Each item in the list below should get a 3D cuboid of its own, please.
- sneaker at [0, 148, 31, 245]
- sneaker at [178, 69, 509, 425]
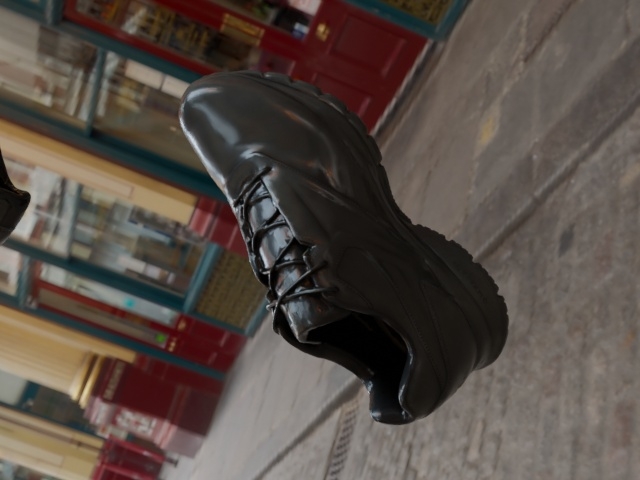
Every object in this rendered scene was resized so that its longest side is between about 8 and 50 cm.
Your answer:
[{"bbox_3d":[-0.292,-0.102,0.618,0.106,0.267,0.101,-31,-6,22],"label":"sneaker"},{"bbox_3d":[0.000,0.000,0.576,0.130,0.286,0.109,-40,-9,-44],"label":"sneaker"}]
